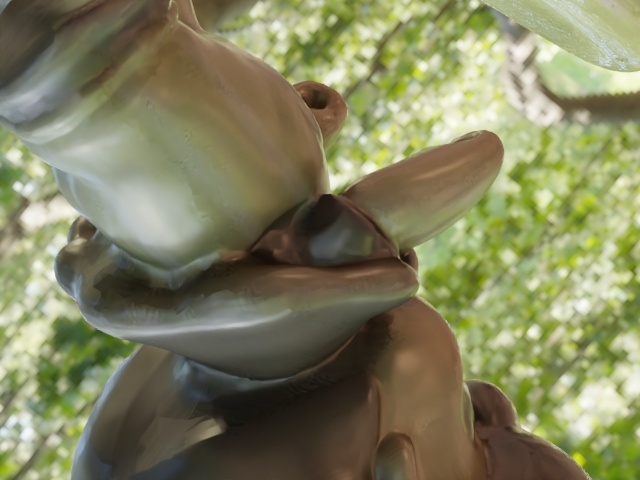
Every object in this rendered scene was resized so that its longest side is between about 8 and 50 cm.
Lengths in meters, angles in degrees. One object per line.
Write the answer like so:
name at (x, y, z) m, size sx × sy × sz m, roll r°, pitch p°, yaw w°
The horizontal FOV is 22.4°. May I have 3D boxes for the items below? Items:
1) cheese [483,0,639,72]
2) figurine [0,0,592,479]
cheese at (0.187, -0.127, 0.990) m, size 0.255 × 0.050 × 0.127 m, roll 30°, pitch 177°, yaw -23°
figurine at (-0.017, 0.067, 0.583) m, size 0.248 × 0.203 × 0.380 m, roll 25°, pitch 140°, yaw 55°
